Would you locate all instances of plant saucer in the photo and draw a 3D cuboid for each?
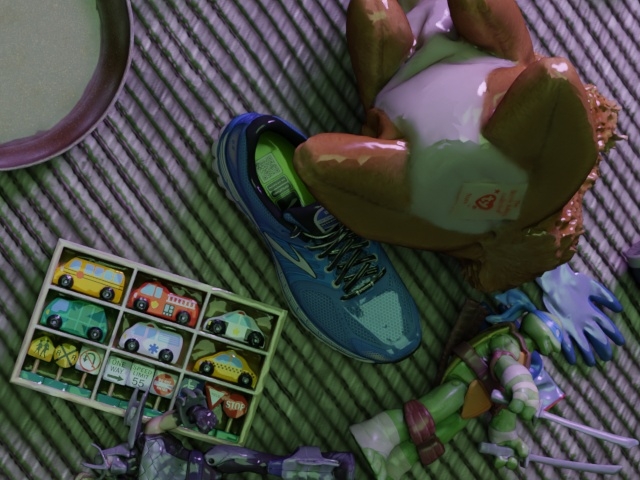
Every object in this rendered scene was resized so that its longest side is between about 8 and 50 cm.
[{"bbox_3d":[-0.361,-0.227,1.500,0.311,0.050,0.310,1,86,-11],"label":"plant saucer"}]

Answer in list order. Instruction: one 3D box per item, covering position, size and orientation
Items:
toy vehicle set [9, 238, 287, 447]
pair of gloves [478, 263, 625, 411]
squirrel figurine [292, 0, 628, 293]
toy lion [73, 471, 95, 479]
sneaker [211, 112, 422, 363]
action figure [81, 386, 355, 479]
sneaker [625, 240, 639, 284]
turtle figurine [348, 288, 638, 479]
[{"bbox_3d":[-0.188,0.117,1.516,0.267,0.035,0.166,18,83,-10],"label":"toy vehicle set"},{"bbox_3d":[0.258,0.110,1.614,0.198,0.023,0.159,-39,96,-8],"label":"pair of gloves"},{"bbox_3d":[0.162,-0.160,1.497,0.281,0.397,0.370,-24,47,20],"label":"squirrel figurine"},{"bbox_3d":[-0.237,0.305,1.497,0.096,0.034,0.100,32,80,-15],"label":"toy lion"},{"bbox_3d":[0.000,0.000,1.507,0.130,0.147,0.330,-38,95,-12],"label":"sneaker"},{"bbox_3d":[-0.112,0.249,1.461,0.285,0.099,0.185,7,104,-5],"label":"action figure"},{"bbox_3d":[0.477,0.018,1.648,0.222,0.083,0.118,-28,103,-11],"label":"sneaker"},{"bbox_3d":[0.187,0.214,1.498,0.266,0.198,0.274,-29,95,-2],"label":"turtle figurine"}]
